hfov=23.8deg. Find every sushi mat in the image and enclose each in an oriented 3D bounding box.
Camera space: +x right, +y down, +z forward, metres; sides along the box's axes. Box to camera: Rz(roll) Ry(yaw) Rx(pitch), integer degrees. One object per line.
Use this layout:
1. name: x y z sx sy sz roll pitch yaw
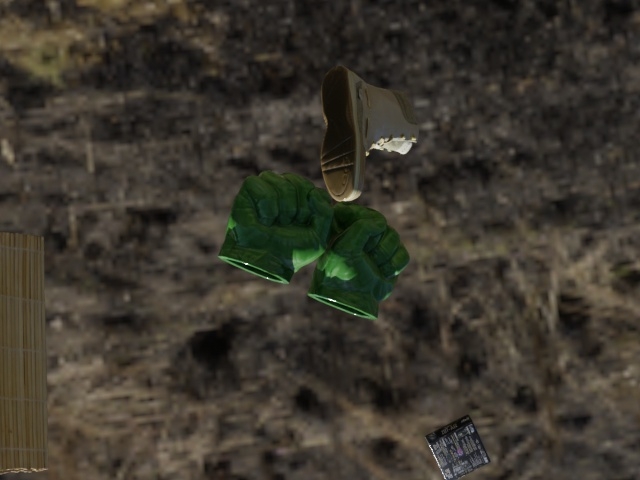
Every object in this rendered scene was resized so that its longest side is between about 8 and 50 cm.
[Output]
1. sushi mat: -0.421 0.146 1.964 0.151 0.316 0.019 3 171 -39

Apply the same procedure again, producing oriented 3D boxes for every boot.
1. boot: 0.079 -0.150 2.337 0.077 0.213 0.165 -19 156 41

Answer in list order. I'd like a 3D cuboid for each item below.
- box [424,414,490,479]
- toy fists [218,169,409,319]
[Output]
1. box: 0.185 0.281 2.038 0.067 0.018 0.083 -27 125 -1
2. toy fists: 0.000 0.000 2.018 0.279 0.142 0.096 23 170 -30
